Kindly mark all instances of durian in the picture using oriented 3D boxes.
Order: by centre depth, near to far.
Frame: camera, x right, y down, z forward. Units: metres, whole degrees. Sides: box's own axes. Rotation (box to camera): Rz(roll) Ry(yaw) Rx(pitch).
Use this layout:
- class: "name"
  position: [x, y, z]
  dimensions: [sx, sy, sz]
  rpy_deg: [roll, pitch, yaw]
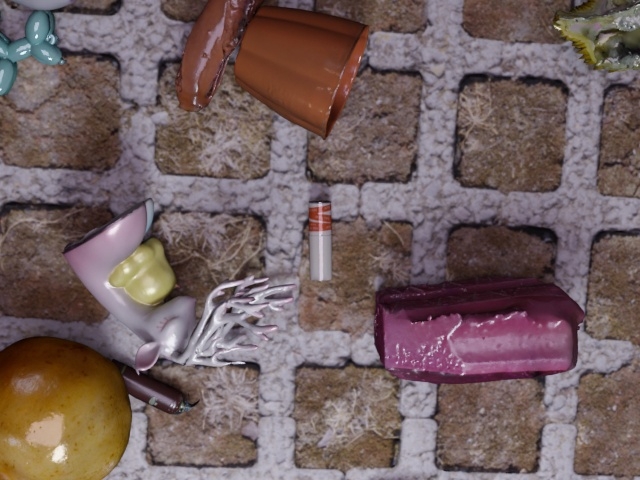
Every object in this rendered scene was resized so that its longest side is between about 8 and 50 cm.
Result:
- class: "durian"
  position: [0.514, -0.357, 1.659]
  dimensions: [0.306, 0.166, 0.172]
  rpy_deg: [-13, 100, -2]

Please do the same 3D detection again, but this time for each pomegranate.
- class: "pomegranate"
  position: [-0.421, 0.282, 1.608]
  dimensions: [0.264, 0.264, 0.264]
  rpy_deg: [-1, 97, -5]

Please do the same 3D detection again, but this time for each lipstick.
- class: "lipstick"
  position: [0.000, 0.000, 1.721]
  dimensions: [0.038, 0.038, 0.131]
  rpy_deg: [-1, 97, -5]

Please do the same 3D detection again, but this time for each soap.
- class: "soap"
  position: [0.253, 0.140, 1.675]
  dimensions: [0.325, 0.220, 0.127]
  rpy_deg: [-6, 106, -5]

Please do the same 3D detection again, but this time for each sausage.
- class: "sausage"
  position: [-0.143, -0.354, 1.651]
  dimensions: [0.087, 0.079, 0.326]
  rpy_deg: [31, 93, -33]

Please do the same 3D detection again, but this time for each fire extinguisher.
- class: "fire extinguisher"
  position: [-0.283, 0.250, 1.725]
  dimensions: [0.158, 0.043, 0.064]
  rpy_deg: [28, 123, -7]

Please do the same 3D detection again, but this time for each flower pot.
- class: "flower pot"
  position: [-0.034, -0.277, 1.625]
  dimensions: [0.173, 0.190, 0.190]
  rpy_deg: [24, 94, 6]

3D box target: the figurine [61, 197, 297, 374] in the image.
- class: "figurine"
  position: [-0.219, 0.082, 1.640]
  dimensions: [0.284, 0.206, 0.316]
  rpy_deg: [-31, 103, 10]

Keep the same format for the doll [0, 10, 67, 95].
- class: "doll"
  position: [-0.484, -0.309, 1.636]
  dimensions: [0.159, 0.059, 0.158]
  rpy_deg: [41, 92, -6]

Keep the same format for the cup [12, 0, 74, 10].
- class: "cup"
  position: [-0.496, -0.480, 1.543]
  dimensions: [0.317, 0.212, 0.212]
  rpy_deg: [21, 94, -9]
